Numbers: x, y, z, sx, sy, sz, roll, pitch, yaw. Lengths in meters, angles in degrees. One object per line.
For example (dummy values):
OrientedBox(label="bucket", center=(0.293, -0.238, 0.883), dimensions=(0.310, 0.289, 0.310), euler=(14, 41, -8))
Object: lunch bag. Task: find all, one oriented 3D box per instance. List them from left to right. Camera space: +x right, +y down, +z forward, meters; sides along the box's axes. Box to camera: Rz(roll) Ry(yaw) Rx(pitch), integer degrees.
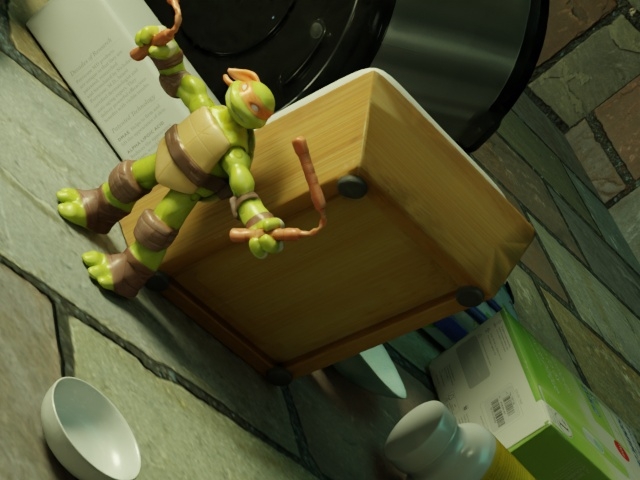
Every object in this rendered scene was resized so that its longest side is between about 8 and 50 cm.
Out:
OrientedBox(label="lunch bag", center=(0.161, 0.063, 1.959), dimensions=(0.219, 0.090, 0.176), euler=(42, 21, -28))

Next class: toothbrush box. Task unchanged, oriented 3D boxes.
OrientedBox(label="toothbrush box", center=(0.269, 0.246, 1.801), dimensions=(0.283, 0.122, 0.206), euler=(44, 18, -31))

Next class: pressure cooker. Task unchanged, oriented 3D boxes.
OrientedBox(label="pressure cooker", center=(0.042, -0.259, 1.703), dimensions=(0.420, 0.370, 0.375), euler=(3, 32, -51))

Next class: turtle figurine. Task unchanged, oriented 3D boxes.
OrientedBox(label="turtle figurine", center=(-0.112, -0.071, 1.250), dimensions=(0.269, 0.217, 0.087), euler=(57, 23, 17))

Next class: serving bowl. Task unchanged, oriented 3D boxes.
OrientedBox(label="serving bowl", center=(-0.157, 0.132, 1.039), dimensions=(0.083, 0.027, 0.083), euler=(46, 18, -19))

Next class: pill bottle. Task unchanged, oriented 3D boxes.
OrientedBox(label="pill bottle", center=(0.148, 0.241, 1.504), dimensions=(0.184, 0.103, 0.103), euler=(47, 17, -18))

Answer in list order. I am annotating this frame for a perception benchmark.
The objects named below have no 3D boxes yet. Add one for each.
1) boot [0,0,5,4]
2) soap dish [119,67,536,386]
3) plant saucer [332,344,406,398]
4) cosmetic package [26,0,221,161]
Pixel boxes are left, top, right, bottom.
OrientedBox(label="boot", center=(-0.370, -0.298, 1.271), dimensions=(0.263, 0.091, 0.229), euler=(46, 0, 0))
OrientedBox(label="soap dish", center=(0.000, 0.000, 1.336), dimensions=(0.229, 0.291, 0.118), euler=(42, 38, -32))
OrientedBox(label="plant saucer", center=(0.016, 0.087, 1.566), dimensions=(0.195, 0.037, 0.195), euler=(55, 7, -10))
OrientedBox(label="cosmetic package", center=(-0.168, -0.139, 1.500), dimensions=(0.231, 0.085, 0.117), euler=(53, 16, 9))
